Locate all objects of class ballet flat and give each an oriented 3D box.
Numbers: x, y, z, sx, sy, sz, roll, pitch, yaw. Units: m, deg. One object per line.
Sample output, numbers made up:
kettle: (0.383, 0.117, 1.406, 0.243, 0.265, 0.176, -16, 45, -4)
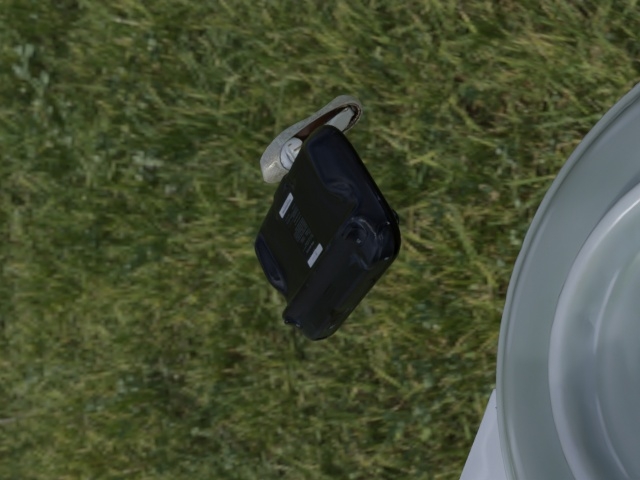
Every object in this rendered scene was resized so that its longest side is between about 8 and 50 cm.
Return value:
ballet flat: (-0.013, -0.137, 1.452, 0.168, 0.057, 0.052, -42, 21, -3)

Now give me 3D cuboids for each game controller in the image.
game controller: (0.000, 0.000, 1.243, 0.166, 0.067, 0.319, 68, 156, 18)

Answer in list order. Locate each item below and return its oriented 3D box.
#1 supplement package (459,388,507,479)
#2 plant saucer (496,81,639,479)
supplement package: (0.274, 0.268, 1.178, 0.194, 0.203, 0.149, 21, 89, 27)
plant saucer: (0.223, 0.062, 0.520, 0.401, 0.101, 0.400, -15, 69, 45)
